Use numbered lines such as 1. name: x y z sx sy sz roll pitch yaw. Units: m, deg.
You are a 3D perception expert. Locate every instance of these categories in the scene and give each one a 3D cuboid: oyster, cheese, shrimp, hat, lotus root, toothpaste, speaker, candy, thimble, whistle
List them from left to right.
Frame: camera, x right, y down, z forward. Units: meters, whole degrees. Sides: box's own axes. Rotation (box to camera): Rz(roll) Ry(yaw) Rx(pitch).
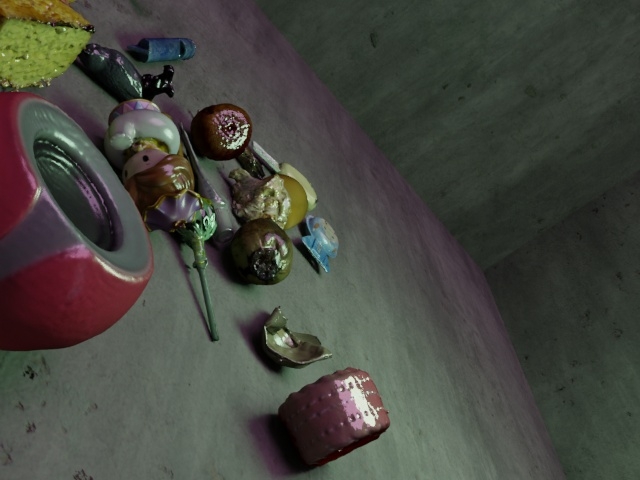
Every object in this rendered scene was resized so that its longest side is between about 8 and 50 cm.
1. speaker: -0.323 -0.012 0.813 0.294 0.294 0.294 47 19 -21
2. whistle: -0.396 -0.481 1.844 0.062 0.062 0.304 52 18 -6
3. toothpaste: -0.244 -0.115 1.533 0.069 0.099 0.282 -2 53 -34
4. candy: -0.212 0.046 1.336 0.091 0.083 0.305 23 43 -50
5. shrimp: -0.222 -0.242 1.864 0.219 0.046 0.152 53 16 10
6. oyster: -0.148 -0.105 1.702 0.191 0.081 0.163 31 47 17
7. lotus root: -0.119 0.017 1.522 0.138 0.138 0.214 49 15 -15
8. cheese: -0.105 -0.193 2.065 0.255 0.050 0.127 44 20 -29
9. hat: -0.061 0.201 1.440 0.147 0.085 0.175 41 -4 -6
10. cheese: 0.000 0.000 1.972 0.135 0.052 0.244 50 18 -12
11. thimble: 0.023 0.308 1.274 0.190 0.163 0.125 7 50 -58

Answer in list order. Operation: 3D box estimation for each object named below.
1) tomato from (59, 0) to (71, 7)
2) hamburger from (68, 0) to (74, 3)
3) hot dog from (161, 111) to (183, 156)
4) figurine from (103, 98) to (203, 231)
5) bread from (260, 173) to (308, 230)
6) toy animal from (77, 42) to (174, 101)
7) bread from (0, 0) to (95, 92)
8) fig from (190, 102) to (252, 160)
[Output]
1. tomato: -0.556 -0.466 1.389 0.155 0.069 0.155 44 19 -19
2. hamburger: -0.553 -0.577 1.526 0.162 0.115 0.162 47 20 -23
3. hot dog: -0.318 -0.187 1.514 0.066 0.047 0.215 -1 45 -23
4. figurine: -0.299 -0.129 1.298 0.189 0.142 0.263 31 27 -52
5. bread: -0.092 -0.106 1.866 0.147 0.098 0.217 56 18 -6
6. toy animal: -0.419 -0.327 1.509 0.210 0.121 0.117 12 88 -42
7. bread: -0.498 -0.334 1.159 0.147 0.160 0.260 48 23 3
8. fig: -0.263 -0.260 1.737 0.146 0.133 0.201 -6 13 -41
